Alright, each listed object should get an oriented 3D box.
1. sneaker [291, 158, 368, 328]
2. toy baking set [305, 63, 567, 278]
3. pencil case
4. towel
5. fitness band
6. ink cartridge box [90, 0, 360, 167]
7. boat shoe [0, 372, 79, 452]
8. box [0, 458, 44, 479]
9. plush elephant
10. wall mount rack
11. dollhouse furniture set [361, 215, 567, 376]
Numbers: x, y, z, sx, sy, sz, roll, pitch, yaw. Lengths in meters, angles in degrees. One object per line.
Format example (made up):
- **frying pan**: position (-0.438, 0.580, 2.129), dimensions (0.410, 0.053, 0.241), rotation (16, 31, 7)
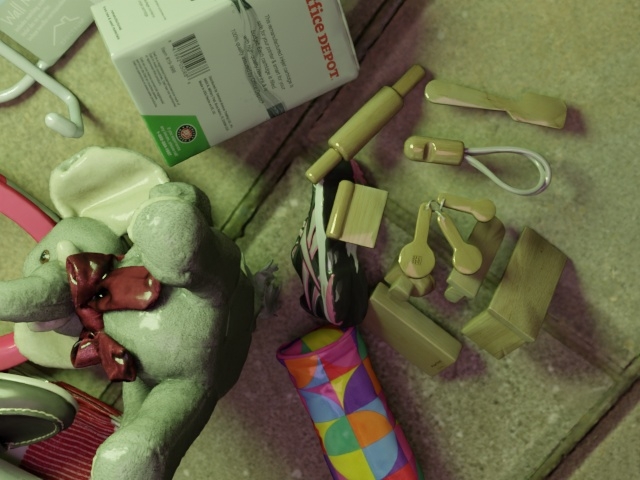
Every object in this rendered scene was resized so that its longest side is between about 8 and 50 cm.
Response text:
- **sneaker**: position (0.000, 0.000, 1.111), dimensions (0.077, 0.072, 0.178), rotation (3, 91, 45)
- **toy baking set**: position (0.116, -0.076, 1.061), dimensions (0.196, 0.030, 0.256), rotation (40, 81, 5)
- **pencil case**: position (0.037, 0.201, 1.154), dimensions (0.104, 0.104, 0.236), rotation (-19, 104, 10)
- **towel**: position (-0.392, 0.239, 1.236), dimensions (0.329, 0.037, 0.237), rotation (27, 108, -4)
- **fitness band**: position (-0.390, 0.020, 1.108), dimensions (0.291, 0.054, 0.209), rotation (37, 92, -29)
- **ink cartridge box**: position (-0.084, -0.184, 0.993), dimensions (0.208, 0.087, 0.153), rotation (-25, 140, -4)
- **boat shoe**: position (-0.425, 0.198, 1.137), dimensions (0.335, 0.096, 0.112), rotation (3, 144, 9)
- **box**: position (-0.357, 0.313, 1.221), dimensions (0.178, 0.042, 0.109), rotation (28, 111, -5)
- **plush elephant**: position (-0.203, 0.056, 1.035), dimensions (0.255, 0.330, 0.272), rotation (12, 103, 14)
- **wall mount rack**: position (-0.279, -0.262, 0.985), dimensions (0.350, 0.130, 0.304), rotation (-44, 124, 16)
- **dollhouse furniture set**: position (0.145, 0.049, 1.134), dimensions (0.144, 0.123, 0.151), rotation (37, 141, -6)
